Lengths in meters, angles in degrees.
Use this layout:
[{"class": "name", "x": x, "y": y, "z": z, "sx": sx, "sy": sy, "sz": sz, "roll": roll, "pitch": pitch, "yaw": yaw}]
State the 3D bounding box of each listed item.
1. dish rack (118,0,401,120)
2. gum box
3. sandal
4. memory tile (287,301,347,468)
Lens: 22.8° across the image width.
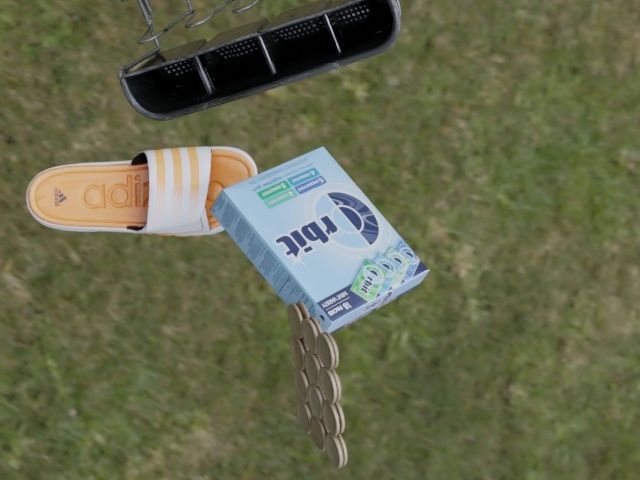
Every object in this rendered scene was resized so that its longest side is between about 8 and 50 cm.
[{"class": "dish rack", "x": -0.075, "y": -0.237, "z": 1.081, "sx": 0.074, "sy": 0.208, "sz": 0.271, "roll": -63, "pitch": 134, "yaw": -64}, {"class": "gum box", "x": 0.000, "y": 0.000, "z": 1.671, "sx": 0.157, "sy": 0.184, "sz": 0.041, "roll": -25, "pitch": 160, "yaw": -41}, {"class": "sandal", "x": -0.202, "y": -0.051, "z": 1.791, "sx": 0.265, "sy": 0.076, "sz": 0.102, "roll": -6, "pitch": 88, "yaw": -2}, {"class": "memory tile", "x": -0.003, "y": 0.142, "z": 1.578, "sx": 0.012, "sy": 0.113, "sz": 0.148, "roll": -14, "pitch": 115, "yaw": -20}]
